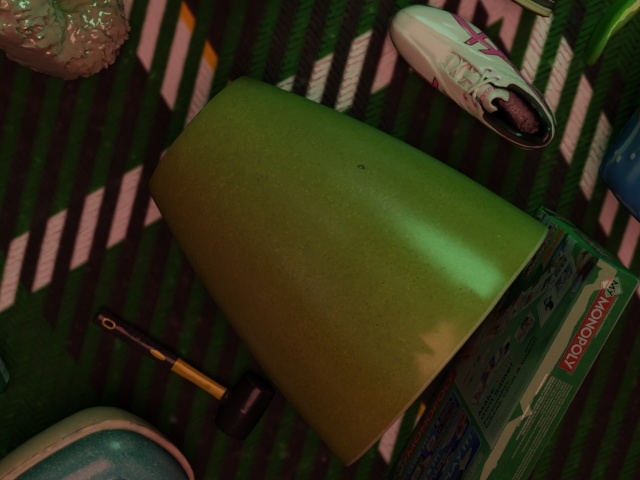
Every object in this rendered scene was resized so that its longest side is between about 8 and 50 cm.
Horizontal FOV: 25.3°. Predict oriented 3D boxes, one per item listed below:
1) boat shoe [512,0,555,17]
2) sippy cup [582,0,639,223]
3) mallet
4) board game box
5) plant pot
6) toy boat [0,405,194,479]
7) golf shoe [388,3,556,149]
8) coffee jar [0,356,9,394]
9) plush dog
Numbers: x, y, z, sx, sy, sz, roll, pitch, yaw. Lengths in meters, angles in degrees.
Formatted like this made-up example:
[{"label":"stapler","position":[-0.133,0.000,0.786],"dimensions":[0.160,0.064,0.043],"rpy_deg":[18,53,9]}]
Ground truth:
[{"label":"boat shoe","position":[0.158,-0.261,1.297],"dimensions":[0.152,0.056,0.049],"rpy_deg":[34,104,-11]},{"label":"sippy cup","position":[0.383,-0.090,1.283],"dimensions":[0.224,0.240,0.305],"rpy_deg":[-50,64,18]},{"label":"mallet","position":[-0.129,0.115,1.376],"dimensions":[0.190,0.039,0.062],"rpy_deg":[40,98,-9]},{"label":"board game box","position":[0.168,0.136,1.312],"dimensions":[0.046,0.213,0.317],"rpy_deg":[26,100,-10]},{"label":"plant pot","position":[0.000,0.000,1.260],"dimensions":[0.293,0.275,0.275],"rpy_deg":[40,97,3]},{"label":"toy boat","position":[-0.277,0.247,1.292],"dimensions":[0.267,0.148,0.318],"rpy_deg":[-43,129,7]},{"label":"golf shoe","position":[0.144,-0.153,1.307],"dimensions":[0.186,0.086,0.067],"rpy_deg":[35,100,-10]},{"label":"coffee jar","position":[-0.366,0.072,1.321],"dimensions":[0.096,0.079,0.184],"rpy_deg":[-21,104,0]},{"label":"plush dog","position":[-0.286,-0.276,1.204],"dimensions":[0.262,0.210,0.225],"rpy_deg":[6,80,-6]}]
